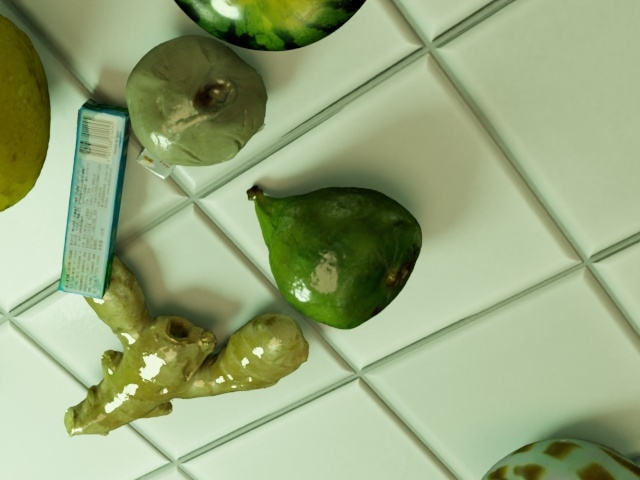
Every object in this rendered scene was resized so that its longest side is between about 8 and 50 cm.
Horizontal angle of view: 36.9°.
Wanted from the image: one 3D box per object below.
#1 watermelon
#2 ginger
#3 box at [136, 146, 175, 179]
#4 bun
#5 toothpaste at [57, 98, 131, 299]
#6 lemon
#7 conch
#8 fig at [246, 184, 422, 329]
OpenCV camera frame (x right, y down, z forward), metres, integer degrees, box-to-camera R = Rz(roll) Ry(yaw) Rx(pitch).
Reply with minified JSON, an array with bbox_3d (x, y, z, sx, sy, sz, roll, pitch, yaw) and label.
[{"bbox_3d":[-0.050,-0.330,1.003,0.269,0.269,0.269,3,126,4],"label":"watermelon"},{"bbox_3d":[-0.224,0.195,1.492,0.363,0.122,0.348,14,128,-11],"label":"ginger"},{"bbox_3d":[-0.195,-0.138,1.283,0.051,0.036,0.117,33,123,-15],"label":"box"},{"bbox_3d":[-0.147,-0.171,1.183,0.173,0.113,0.166,-25,103,-14],"label":"bun"},{"bbox_3d":[-0.307,-0.053,1.303,0.065,0.050,0.266,10,109,-3],"label":"toothpaste"},{"bbox_3d":[-0.454,-0.160,1.165,0.258,0.258,0.310,8,123,1],"label":"lemon"},{"bbox_3d":[0.419,0.425,1.525,0.368,0.197,0.249,36,158,-23],"label":"conch"},{"bbox_3d":[0.000,0.000,1.311,0.235,0.203,0.203,33,134,32],"label":"fig"}]
